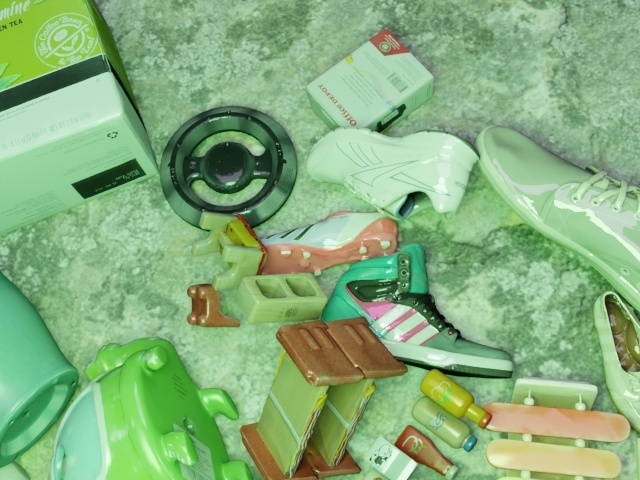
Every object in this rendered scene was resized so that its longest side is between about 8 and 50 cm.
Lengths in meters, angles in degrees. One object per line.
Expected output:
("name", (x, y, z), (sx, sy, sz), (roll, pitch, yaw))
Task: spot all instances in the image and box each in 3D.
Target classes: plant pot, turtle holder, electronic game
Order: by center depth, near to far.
("turtle holder", (-0.261, 0.269, 1.250), (0.227, 0.243, 0.320), (-32, 73, 9))
("plant pot", (-0.502, 0.181, 1.301), (0.255, 0.272, 0.272), (36, 76, 11))
("electronic game", (-0.152, -0.120, 1.488), (0.229, 0.048, 0.229), (-1, 69, 3))

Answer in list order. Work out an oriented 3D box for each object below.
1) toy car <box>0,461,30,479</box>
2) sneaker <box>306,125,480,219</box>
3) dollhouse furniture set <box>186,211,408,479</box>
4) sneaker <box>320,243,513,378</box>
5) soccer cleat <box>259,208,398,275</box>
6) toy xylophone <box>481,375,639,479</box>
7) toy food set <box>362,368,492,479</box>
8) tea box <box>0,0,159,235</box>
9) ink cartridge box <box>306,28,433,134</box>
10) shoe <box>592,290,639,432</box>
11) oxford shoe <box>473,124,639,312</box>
("toy car", (-0.473, 0.405, 1.270), (0.159, 0.136, 0.182), (-43, 71, -11))
("sneaker", (0.094, -0.101, 1.387), (0.297, 0.111, 0.129), (4, 73, 38))
("dollhouse furniture set", (-0.060, 0.143, 1.302), (0.152, 0.201, 0.374), (-1, 37, -35))
("sneaker", (0.152, 0.098, 1.341), (0.295, 0.124, 0.179), (12, 80, 11))
("soccer cleat", (0.000, 0.000, 1.419), (0.247, 0.083, 0.095), (-8, 49, 4))
("toy xylophone", (0.346, 0.350, 1.241), (0.236, 0.081, 0.323), (-3, 69, 4))
("toy food set", (0.138, 0.308, 1.255), (0.104, 0.111, 0.232), (34, 82, 25))
("tea box", (-0.484, -0.226, 1.470), (0.328, 0.220, 0.324), (-22, 68, -3))
("ink cartridge box", (0.082, -0.249, 1.502), (0.175, 0.072, 0.127), (-37, 70, -9))
("shoe", (0.449, 0.176, 1.309), (0.076, 0.058, 0.219), (-15, 68, 0))
("oxford shoe", (0.424, -0.041, 1.333), (0.449, 0.130, 0.169), (42, 47, 15))
